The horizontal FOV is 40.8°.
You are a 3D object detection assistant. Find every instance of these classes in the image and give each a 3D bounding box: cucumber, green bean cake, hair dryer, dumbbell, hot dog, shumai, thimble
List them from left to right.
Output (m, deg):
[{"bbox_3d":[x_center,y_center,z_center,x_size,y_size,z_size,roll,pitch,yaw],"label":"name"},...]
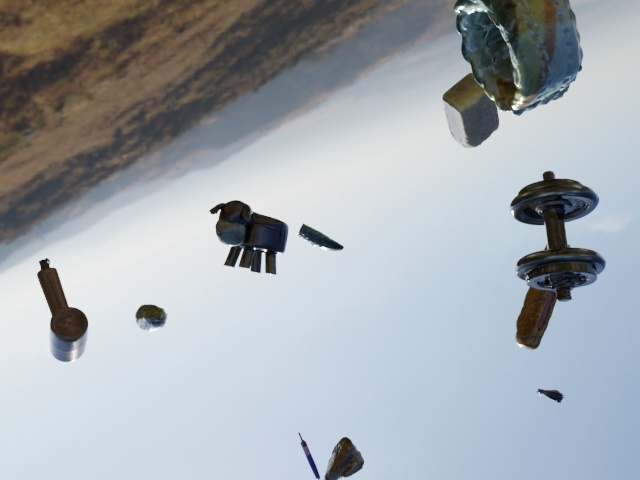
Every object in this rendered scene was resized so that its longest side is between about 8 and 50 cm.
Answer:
[{"bbox_3d":[-0.455,0.113,1.495,0.064,0.182,0.117,-15,157,-25],"label":"hair dryer"},{"bbox_3d":[-0.394,0.180,2.012,0.069,0.069,0.227,-23,-178,-20],"label":"cucumber"},{"bbox_3d":[0.000,0.000,1.915,0.035,0.107,0.067,-62,-176,0],"label":"cucumber"},{"bbox_3d":[0.068,0.616,2.382,0.105,0.139,0.123,6,-155,7],"label":"shumai"},{"bbox_3d":[0.371,-0.316,2.114,0.109,0.085,0.179,-38,147,-7],"label":"green bean cake"},{"bbox_3d":[0.401,-0.406,1.746,0.167,0.288,0.254,-23,-172,-10],"label":"thimble"},{"bbox_3d":[0.542,0.128,2.110,0.061,0.286,0.087,25,166,-23],"label":"hot dog"},{"bbox_3d":[0.501,-0.011,1.824,0.192,0.290,0.192,-1,160,0],"label":"dumbbell"}]

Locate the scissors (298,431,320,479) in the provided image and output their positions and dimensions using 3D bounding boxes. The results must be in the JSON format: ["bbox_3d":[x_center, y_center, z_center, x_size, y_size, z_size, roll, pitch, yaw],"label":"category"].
[{"bbox_3d":[-0.025,0.440,1.767,0.012,0.113,0.039,-23,-160,-7],"label":"scissors"}]

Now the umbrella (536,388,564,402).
[{"bbox_3d":[0.475,0.317,1.772,0.083,0.032,0.020,15,140,-32],"label":"umbrella"}]

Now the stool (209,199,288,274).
[{"bbox_3d":[-0.142,-0.005,1.673,0.125,0.121,0.217,10,172,26],"label":"stool"}]
